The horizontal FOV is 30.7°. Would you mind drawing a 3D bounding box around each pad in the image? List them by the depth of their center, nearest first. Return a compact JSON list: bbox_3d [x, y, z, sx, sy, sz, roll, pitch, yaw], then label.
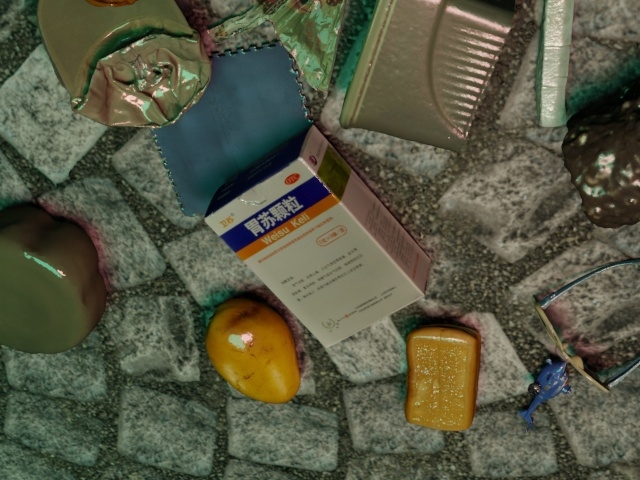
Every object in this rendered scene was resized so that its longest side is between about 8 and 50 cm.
[{"bbox_3d":[-0.134,-0.164,1.785,0.269,0.012,0.269,-6,120,19],"label":"pad"}]

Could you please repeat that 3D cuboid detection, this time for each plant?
[{"bbox_3d":[0.446,-0.118,1.552,0.234,0.178,0.204,-13,117,29],"label":"plant"}]

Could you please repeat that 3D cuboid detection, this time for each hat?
[{"bbox_3d":[-0.277,-0.292,1.701,0.214,0.149,0.244,-26,71,10],"label":"hat"}]

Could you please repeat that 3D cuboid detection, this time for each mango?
[{"bbox_3d":[-0.108,0.191,1.945,0.145,0.112,0.219,-17,120,20],"label":"mango"}]

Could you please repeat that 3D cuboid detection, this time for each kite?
[{"bbox_3d":[-0.053,-0.350,1.639,0.268,0.013,0.323,-31,106,27],"label":"kite"}]

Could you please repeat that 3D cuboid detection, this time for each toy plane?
[{"bbox_3d":[0.361,0.248,1.882,0.062,0.054,0.167,31,135,8],"label":"toy plane"}]

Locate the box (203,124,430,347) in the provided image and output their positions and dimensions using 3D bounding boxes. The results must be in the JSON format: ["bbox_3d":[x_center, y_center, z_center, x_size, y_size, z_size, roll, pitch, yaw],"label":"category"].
[{"bbox_3d":[0.000,0.000,1.783,0.200,0.106,0.299,-31,114,29],"label":"box"}]

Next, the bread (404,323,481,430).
[{"bbox_3d":[0.199,0.217,1.897,0.116,0.077,0.200,7,122,13],"label":"bread"}]

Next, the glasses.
[{"bbox_3d":[0.448,0.128,1.762,0.220,0.088,0.189,-32,109,30],"label":"glasses"}]

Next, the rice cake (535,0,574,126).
[{"bbox_3d":[0.318,-0.267,1.573,0.045,0.042,0.245,0,123,2],"label":"rice cake"}]

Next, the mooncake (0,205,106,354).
[{"bbox_3d":[-0.485,0.069,1.961,0.275,0.135,0.275,9,127,12],"label":"mooncake"}]

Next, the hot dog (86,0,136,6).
[{"bbox_3d":[-0.237,-0.433,1.574,0.259,0.114,0.175,-33,99,4],"label":"hot dog"}]

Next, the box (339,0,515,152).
[{"bbox_3d":[0.146,-0.260,1.582,0.178,0.138,0.274,18,128,-3],"label":"box"}]
